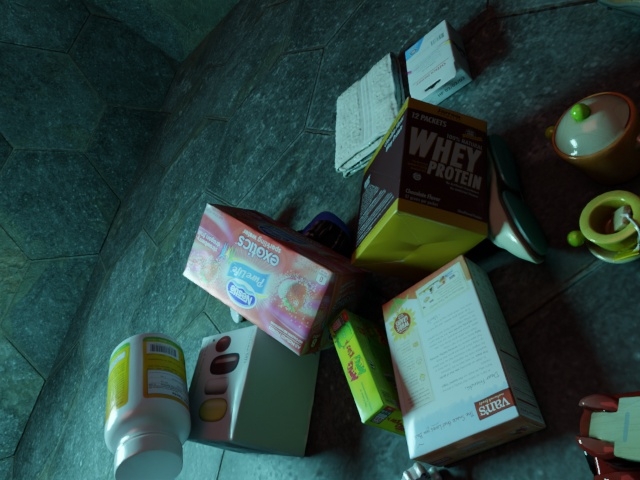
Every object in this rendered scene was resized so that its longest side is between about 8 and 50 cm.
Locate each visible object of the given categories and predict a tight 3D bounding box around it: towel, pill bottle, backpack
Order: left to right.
[{"bbox_3d":[-0.297,0.289,0.841,0.136,0.136,0.246,-50,34,15],"label":"pill bottle"},{"bbox_3d":[0.000,0.000,0.976,0.120,0.098,0.101,-48,15,21],"label":"backpack"},{"bbox_3d":[0.106,-0.287,1.100,0.187,0.049,0.282,-32,42,35],"label":"towel"}]

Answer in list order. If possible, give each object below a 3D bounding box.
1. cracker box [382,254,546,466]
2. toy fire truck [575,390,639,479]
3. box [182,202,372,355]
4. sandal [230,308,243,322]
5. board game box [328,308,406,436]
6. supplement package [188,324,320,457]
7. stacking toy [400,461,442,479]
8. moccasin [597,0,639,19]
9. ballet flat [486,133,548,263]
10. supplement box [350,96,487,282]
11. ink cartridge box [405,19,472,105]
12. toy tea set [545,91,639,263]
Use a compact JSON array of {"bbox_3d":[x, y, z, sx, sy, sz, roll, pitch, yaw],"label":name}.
[{"bbox_3d":[0.175,0.156,0.647,0.155,0.067,0.232,-38,38,31],"label":"cracker box"},{"bbox_3d":[0.250,0.204,0.343,0.158,0.246,0.217,-27,45,41],"label":"toy fire truck"},{"bbox_3d":[-0.083,0.060,0.872,0.300,0.142,0.154,28,102,30],"label":"box"},{"bbox_3d":[-0.182,0.068,1.201,0.102,0.076,0.265,161,110,-64],"label":"sandal"},{"bbox_3d":[0.079,0.192,0.724,0.043,0.092,0.181,-47,35,18],"label":"board game box"},{"bbox_3d":[-0.131,0.278,0.888,0.203,0.149,0.194,-22,48,45],"label":"supplement package"},{"bbox_3d":[0.106,0.400,0.565,0.221,0.052,0.167,-54,33,10],"label":"stacking toy"},{"bbox_3d":[0.417,-0.328,0.556,0.380,0.139,0.147,-69,-18,-54],"label":"moccasin"},{"bbox_3d":[0.254,-0.051,0.695,0.086,0.086,0.248,-34,35,34],"label":"ballet flat"},{"bbox_3d":[0.146,-0.067,0.736,0.191,0.129,0.194,121,161,-61],"label":"supplement box"},{"bbox_3d":[0.231,-0.333,0.954,0.104,0.061,0.181,-31,42,38],"label":"ink cartridge box"},{"bbox_3d":[0.400,-0.120,0.504,0.336,0.124,0.200,-30,44,38],"label":"toy tea set"}]
